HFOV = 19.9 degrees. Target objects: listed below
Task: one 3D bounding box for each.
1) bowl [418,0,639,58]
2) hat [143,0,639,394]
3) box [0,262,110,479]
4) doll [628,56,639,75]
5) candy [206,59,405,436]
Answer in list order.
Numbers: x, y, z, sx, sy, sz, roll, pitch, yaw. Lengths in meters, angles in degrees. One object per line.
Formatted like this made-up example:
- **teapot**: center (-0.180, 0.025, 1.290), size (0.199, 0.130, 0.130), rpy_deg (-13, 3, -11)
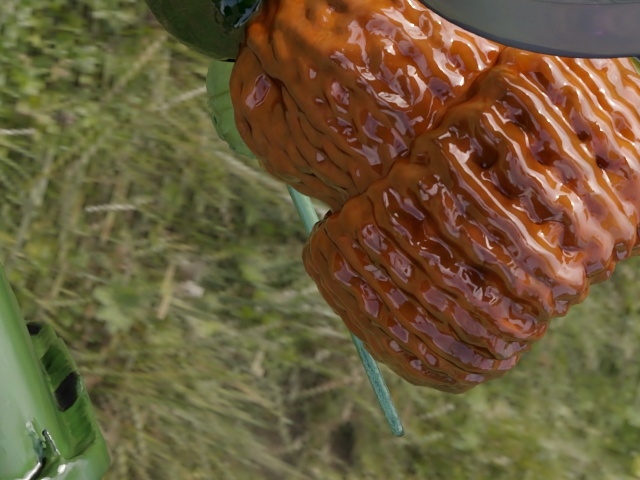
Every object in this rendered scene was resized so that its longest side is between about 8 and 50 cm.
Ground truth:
- **bowl**: center (0.139, -0.195, 0.916), size (0.287, 0.287, 0.144), rpy_deg (-38, 146, -24)
- **hat**: center (0.060, -0.114, 1.222), size (0.285, 0.285, 0.400), rpy_deg (-33, 87, -26)
- **box**: center (-0.242, 0.039, 0.766), size (0.253, 0.328, 0.178), rpy_deg (-19, 99, -11)
- **doll**: center (0.282, -0.186, 1.405), size (0.242, 0.159, 0.311), rpy_deg (-31, 88, 14)
- **candy**: center (0.000, 0.000, 1.402), size (0.092, 0.093, 0.335), rpy_deg (-27, 100, -30)
